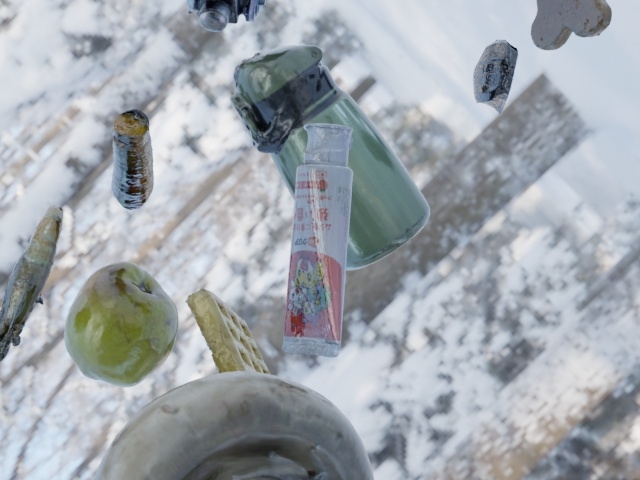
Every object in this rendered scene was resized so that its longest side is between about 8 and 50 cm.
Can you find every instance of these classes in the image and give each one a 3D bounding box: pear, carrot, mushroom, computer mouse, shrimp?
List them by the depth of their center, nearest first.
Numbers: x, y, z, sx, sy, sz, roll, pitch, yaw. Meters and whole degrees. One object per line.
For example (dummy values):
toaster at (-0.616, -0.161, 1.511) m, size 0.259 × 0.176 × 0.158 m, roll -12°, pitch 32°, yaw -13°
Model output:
mushroom at (-0.089, 0.336, 1.498) m, size 0.362 × 0.362 × 0.294 m, roll 44°, pitch 164°, yaw -24°
shrimp at (-0.385, 0.058, 1.677) m, size 0.051 × 0.217 × 0.150 m, roll 24°, pitch 164°, yaw -15°
computer mouse at (0.250, -0.239, 1.843) m, size 0.057 × 0.099 × 0.172 m, roll 15°, pitch 179°, yaw 4°
carrot at (-0.297, -0.124, 2.012) m, size 0.070 × 0.070 × 0.260 m, roll 47°, pitch 159°, yaw 13°
pear at (-0.330, 0.139, 2.125) m, size 0.200 × 0.200 × 0.200 m, roll 46°, pitch -175°, yaw -5°

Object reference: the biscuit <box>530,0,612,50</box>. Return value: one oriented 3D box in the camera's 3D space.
biscuit at (0.395, -0.464, 2.048) m, size 0.197 × 0.049 × 0.301 m, roll -4°, pitch 95°, yaw 55°

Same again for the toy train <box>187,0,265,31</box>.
toy train at (-0.121, -0.457, 1.841) m, size 0.131 × 0.300 × 0.202 m, roll 8°, pitch 148°, yaw 2°

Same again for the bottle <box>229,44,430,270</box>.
bottle at (0.006, -0.133, 1.871) m, size 0.347 × 0.168 × 0.168 m, roll 56°, pitch -177°, yaw -11°

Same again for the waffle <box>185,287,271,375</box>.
waffle at (-0.153, 0.225, 2.417) m, size 0.248 × 0.055 × 0.221 m, roll 62°, pitch -175°, yaw 25°

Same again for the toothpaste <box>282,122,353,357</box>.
toothpaste at (0.000, 0.000, 1.305) m, size 0.057 × 0.234 × 0.089 m, roll 7°, pitch 175°, yaw -40°
